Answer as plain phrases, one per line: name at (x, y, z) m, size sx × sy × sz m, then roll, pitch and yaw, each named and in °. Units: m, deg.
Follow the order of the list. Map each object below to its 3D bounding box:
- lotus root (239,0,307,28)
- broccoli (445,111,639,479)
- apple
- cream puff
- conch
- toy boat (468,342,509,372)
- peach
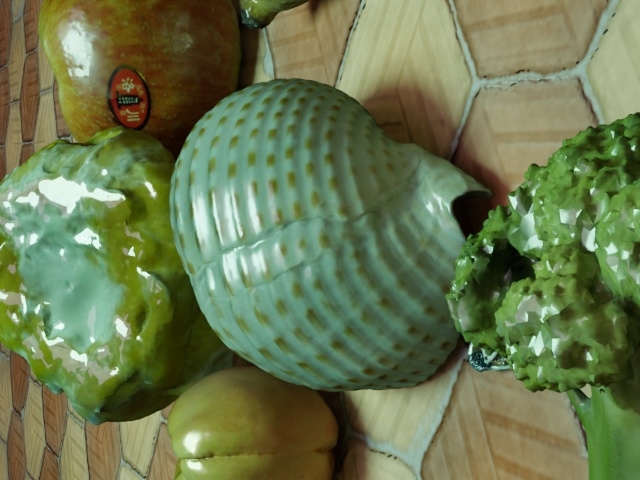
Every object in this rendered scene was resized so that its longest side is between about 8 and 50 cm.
lotus root at (-0.035, -0.322, 1.042) m, size 0.214 × 0.139 × 0.138 m, roll -63°, pitch 37°, yaw 40°
broccoli at (0.162, 0.060, 0.576) m, size 0.254 × 0.186 × 0.302 m, roll 56°, pitch 130°, yaw 35°
apple at (-0.244, -0.235, 1.299) m, size 0.277 × 0.250 × 0.309 m, roll 24°, pitch 112°, yaw 60°
cream puff at (-0.226, 0.037, 1.214) m, size 0.379 × 0.275 × 0.378 m, roll 7°, pitch 107°, yaw 25°
conch at (-0.016, 0.002, 0.903) m, size 0.319 × 0.215 × 0.302 m, roll 8°, pitch 105°, yaw 63°
toy boat at (0.141, 0.084, 0.774) m, size 0.083 × 0.038 × 0.038 m, roll -29°, pitch 63°, yaw 59°
peach at (-0.069, 0.216, 1.020) m, size 0.184 × 0.184 × 0.184 m, roll -7°, pitch 82°, yaw 62°
